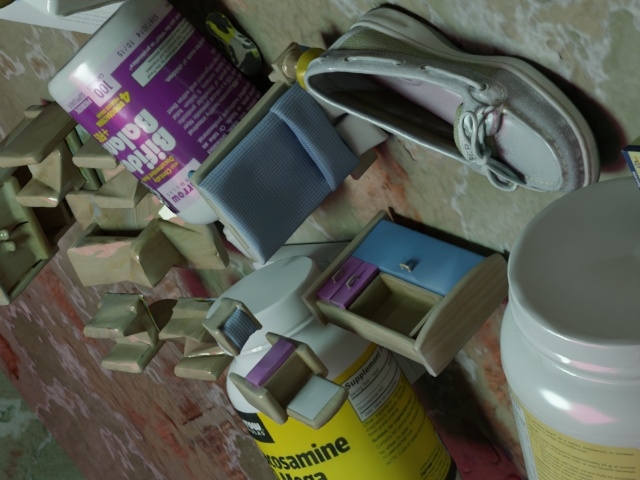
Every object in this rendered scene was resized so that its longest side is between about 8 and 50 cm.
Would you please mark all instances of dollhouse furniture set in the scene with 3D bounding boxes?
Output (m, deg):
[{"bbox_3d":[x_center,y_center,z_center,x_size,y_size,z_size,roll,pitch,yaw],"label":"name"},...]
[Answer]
[{"bbox_3d":[0.000,0.000,1.872,0.198,0.286,0.303,21,153,50],"label":"dollhouse furniture set"},{"bbox_3d":[-0.285,-0.042,2.516,0.394,0.256,0.362,2,129,34],"label":"dollhouse furniture set"}]

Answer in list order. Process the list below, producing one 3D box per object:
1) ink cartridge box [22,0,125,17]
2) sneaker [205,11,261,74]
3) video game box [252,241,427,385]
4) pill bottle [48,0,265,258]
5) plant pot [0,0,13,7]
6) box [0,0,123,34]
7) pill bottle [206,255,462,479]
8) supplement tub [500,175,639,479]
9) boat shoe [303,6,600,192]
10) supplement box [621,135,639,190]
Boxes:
[{"bbox_3d":[-0.203,-0.365,1.724,0.114,0.197,0.273,29,125,33],"label":"ink cartridge box"},{"bbox_3d":[-0.095,-0.219,2.069,0.083,0.031,0.035,52,178,-6],"label":"sneaker"},{"bbox_3d":[0.023,0.090,2.257,0.187,0.048,0.205,60,155,-14],"label":"video game box"},{"bbox_3d":[-0.144,-0.125,2.082,0.301,0.169,0.169,44,158,-10],"label":"pill bottle"},{"bbox_3d":[-0.357,-0.345,1.938,0.237,0.237,0.254,48,163,9],"label":"plant pot"},{"bbox_3d":[-0.312,-0.369,2.088,0.232,0.058,0.322,11,141,15],"label":"box"},{"bbox_3d":[0.011,0.192,2.133,0.188,0.188,0.334,3,127,60],"label":"pill bottle"},{"bbox_3d":[0.284,0.134,1.596,0.241,0.241,0.331,30,148,41],"label":"supplement tub"},{"bbox_3d":[0.121,-0.117,1.714,0.320,0.103,0.118,34,151,37],"label":"boat shoe"},{"bbox_3d":[0.302,-0.069,1.475,0.083,0.083,0.056,9,132,58],"label":"supplement box"}]
